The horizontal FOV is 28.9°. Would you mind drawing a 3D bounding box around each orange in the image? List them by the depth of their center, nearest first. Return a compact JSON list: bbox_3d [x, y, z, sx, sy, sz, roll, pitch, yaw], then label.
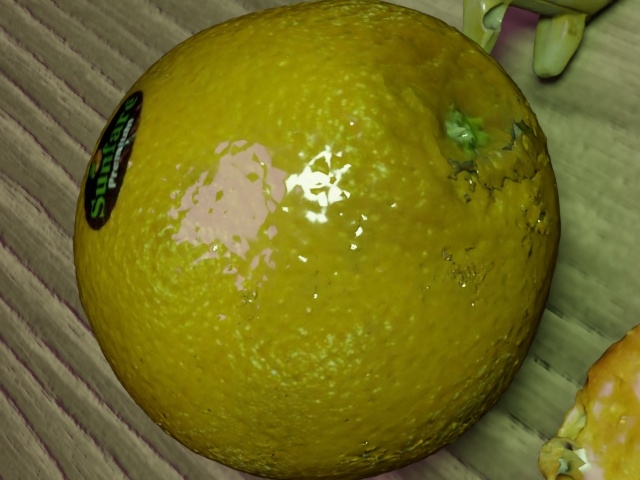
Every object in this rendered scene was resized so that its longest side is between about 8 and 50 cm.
[{"bbox_3d":[0.000,0.000,0.687,0.274,0.274,0.274,-9,78,47],"label":"orange"}]

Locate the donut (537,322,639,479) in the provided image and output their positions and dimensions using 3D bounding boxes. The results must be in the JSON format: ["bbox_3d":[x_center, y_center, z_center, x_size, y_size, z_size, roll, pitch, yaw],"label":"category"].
[{"bbox_3d":[0.214,0.137,0.544,0.253,0.118,0.254,-13,72,46],"label":"donut"}]

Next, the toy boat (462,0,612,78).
[{"bbox_3d":[0.123,-0.252,0.720,0.115,0.089,0.310,-8,80,60],"label":"toy boat"}]
